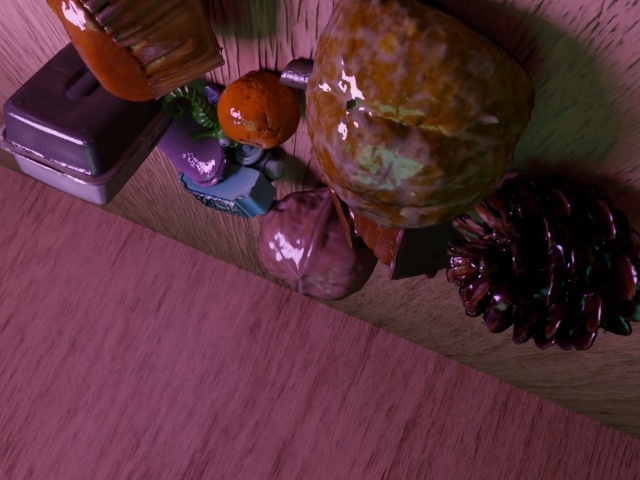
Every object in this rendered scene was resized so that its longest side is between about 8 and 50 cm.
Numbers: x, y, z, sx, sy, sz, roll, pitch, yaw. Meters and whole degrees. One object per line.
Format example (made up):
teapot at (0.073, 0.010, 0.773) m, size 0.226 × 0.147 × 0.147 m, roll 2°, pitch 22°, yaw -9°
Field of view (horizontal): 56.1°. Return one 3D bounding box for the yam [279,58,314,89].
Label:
yam at (-0.014, -0.239, 0.874) m, size 0.094 × 0.043 × 0.043 m, roll 19°, pitch 165°, yaw 23°

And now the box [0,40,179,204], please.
box at (-0.398, -0.221, 1.060) m, size 0.220 × 0.291 × 0.166 m, roll 22°, pitch 145°, yaw 5°

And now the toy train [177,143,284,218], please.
toy train at (-0.181, -0.138, 1.256) m, size 0.203 × 0.163 × 0.112 m, roll 16°, pitch 165°, yaw 29°

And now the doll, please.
doll at (-0.209, -0.227, 1.104) m, size 0.190 × 0.115 × 0.050 m, roll 38°, pitch -159°, yaw -50°

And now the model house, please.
model house at (0.136, -0.062, 1.073) m, size 0.229 × 0.199 × 0.220 m, roll 50°, pitch 139°, yaw 30°

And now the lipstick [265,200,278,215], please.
lipstick at (-0.124, -0.085, 1.592) m, size 0.312 × 0.051 × 0.051 m, roll 12°, pitch 163°, yaw 45°

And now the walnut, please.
walnut at (0.002, 0.002, 1.279) m, size 0.273 × 0.273 × 0.227 m, roll 31°, pitch 125°, yaw -27°

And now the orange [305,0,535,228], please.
orange at (0.107, -0.129, 0.760) m, size 0.270 × 0.211 × 0.369 m, roll 22°, pitch 163°, yaw 15°

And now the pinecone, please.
pinecone at (0.335, 0.040, 0.919) m, size 0.295 × 0.242 × 0.298 m, roll 14°, pitch 151°, yaw 3°

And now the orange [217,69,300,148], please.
orange at (-0.097, -0.210, 0.968) m, size 0.135 × 0.118 × 0.135 m, roll 21°, pitch 180°, yaw 0°

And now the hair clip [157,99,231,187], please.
hair clip at (-0.320, -0.233, 1.235) m, size 0.358 × 0.110 × 0.096 m, roll 32°, pitch 165°, yaw 25°

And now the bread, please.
bread at (-0.247, -0.286, 0.749) m, size 0.204 × 0.156 × 0.288 m, roll 52°, pitch 174°, yaw 7°
